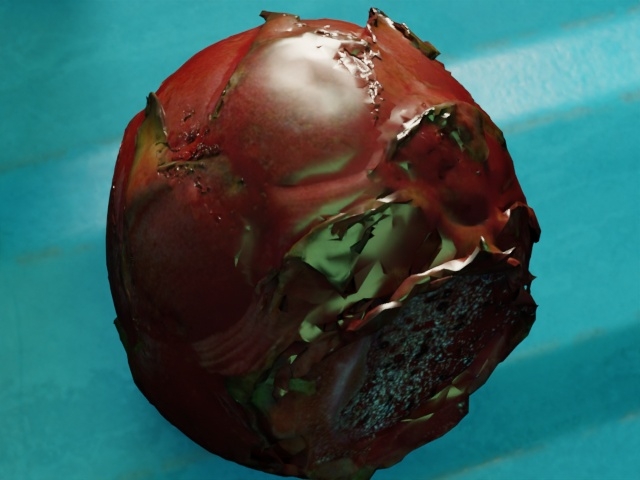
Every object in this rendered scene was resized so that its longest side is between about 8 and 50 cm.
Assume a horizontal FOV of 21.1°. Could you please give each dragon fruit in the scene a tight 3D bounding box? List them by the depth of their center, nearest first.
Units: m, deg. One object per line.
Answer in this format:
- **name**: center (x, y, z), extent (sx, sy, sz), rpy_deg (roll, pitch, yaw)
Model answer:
- **dragon fruit**: center (0.000, 0.000, 1.129), extent (0.296, 0.295, 0.301), rpy_deg (-3, 50, -12)
